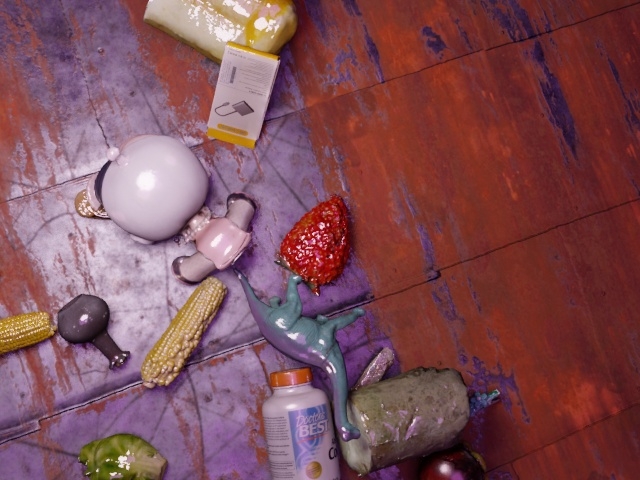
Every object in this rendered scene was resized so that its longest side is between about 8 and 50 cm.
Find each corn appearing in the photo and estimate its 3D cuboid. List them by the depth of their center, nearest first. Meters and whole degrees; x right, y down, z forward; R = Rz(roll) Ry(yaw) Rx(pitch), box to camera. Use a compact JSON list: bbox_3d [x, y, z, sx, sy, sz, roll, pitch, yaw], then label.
[{"bbox_3d":[-0.707,0.213,1.634,0.238,0.080,0.080,-16,86,-9],"label":"corn"},{"bbox_3d":[-0.310,0.213,1.698,0.086,0.086,0.288,34,77,-4],"label":"corn"}]

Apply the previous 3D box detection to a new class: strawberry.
[{"bbox_3d":[0.015,0.005,1.768,0.174,0.098,0.228,41,80,-4],"label":"strawberry"}]

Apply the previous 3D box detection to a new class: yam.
[{"bbox_3d":[0.193,0.403,1.692,0.300,0.195,0.195,-15,86,-17],"label":"yam"}]

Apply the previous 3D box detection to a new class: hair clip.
[{"bbox_3d":[0.363,0.413,1.812,0.173,0.049,0.049,-31,89,-10],"label":"hair clip"}]

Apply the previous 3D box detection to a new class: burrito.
[{"bbox_3d":[0.120,0.332,1.777,0.051,0.042,0.171,40,80,-13],"label":"burrito"}]

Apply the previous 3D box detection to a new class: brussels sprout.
[{"bbox_3d":[-0.436,0.496,1.642,0.181,0.100,0.139,2,63,1],"label":"brussels sprout"}]

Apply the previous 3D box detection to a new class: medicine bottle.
[{"bbox_3d":[-0.047,0.436,1.677,0.157,0.157,0.288,-8,85,-10],"label":"medicine bottle"}]

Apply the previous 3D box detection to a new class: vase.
[{"bbox_3d":[-0.501,0.209,1.658,0.120,0.120,0.183,-39,105,-12],"label":"vase"}]

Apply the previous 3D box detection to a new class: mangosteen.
[{"bbox_3d":[0.319,0.554,1.734,0.180,0.166,0.166,-20,87,-36],"label":"mangosteen"}]

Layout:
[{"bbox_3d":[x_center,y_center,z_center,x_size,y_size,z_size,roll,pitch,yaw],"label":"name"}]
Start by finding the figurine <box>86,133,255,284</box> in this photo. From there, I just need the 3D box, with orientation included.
[{"bbox_3d":[-0.320,-0.090,1.667,0.361,0.211,0.253,40,69,-10],"label":"figurine"}]

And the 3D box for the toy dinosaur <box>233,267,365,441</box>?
[{"bbox_3d":[-0.063,0.243,1.630,0.383,0.129,0.331,21,44,-1],"label":"toy dinosaur"}]

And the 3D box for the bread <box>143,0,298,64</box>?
[{"bbox_3d":[-0.202,-0.572,1.741,0.341,0.210,0.300,27,113,0],"label":"bread"}]

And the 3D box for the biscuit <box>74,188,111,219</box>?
[{"bbox_3d":[-0.500,-0.084,1.734,0.147,0.018,0.071,4,80,-8],"label":"biscuit"}]

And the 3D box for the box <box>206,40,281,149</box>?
[{"bbox_3d":[-0.185,-0.338,1.743,0.129,0.247,0.033,15,38,-8],"label":"box"}]
